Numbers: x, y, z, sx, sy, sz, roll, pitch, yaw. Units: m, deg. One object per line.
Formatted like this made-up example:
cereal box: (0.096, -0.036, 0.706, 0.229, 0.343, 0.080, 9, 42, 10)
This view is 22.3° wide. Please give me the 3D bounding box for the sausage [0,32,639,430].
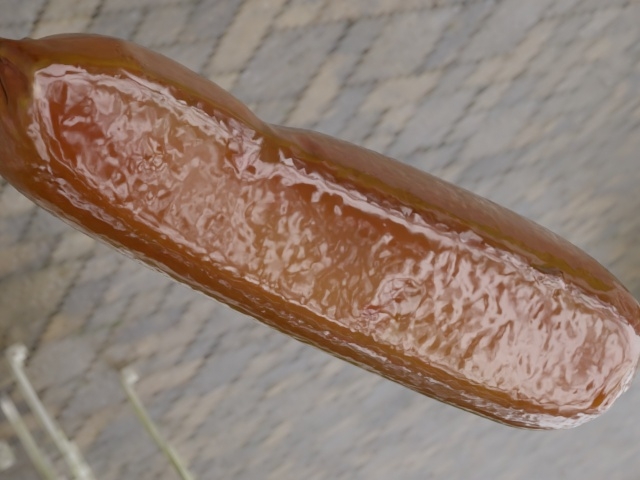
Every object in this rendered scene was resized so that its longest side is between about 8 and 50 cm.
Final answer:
sausage: (0.000, 0.000, 0.707, 0.097, 0.348, 0.094, 12, -100, 67)
